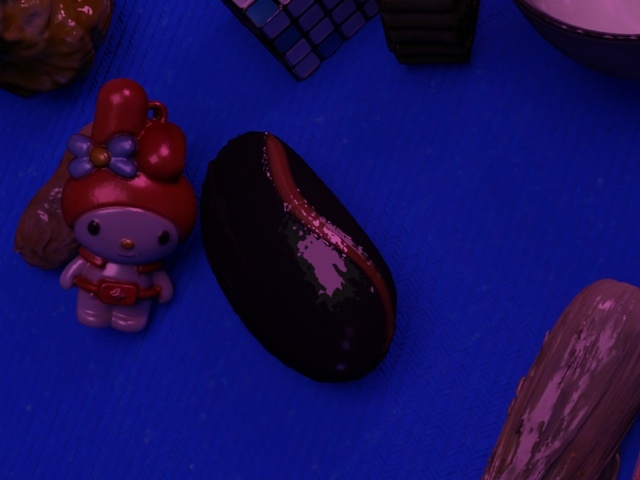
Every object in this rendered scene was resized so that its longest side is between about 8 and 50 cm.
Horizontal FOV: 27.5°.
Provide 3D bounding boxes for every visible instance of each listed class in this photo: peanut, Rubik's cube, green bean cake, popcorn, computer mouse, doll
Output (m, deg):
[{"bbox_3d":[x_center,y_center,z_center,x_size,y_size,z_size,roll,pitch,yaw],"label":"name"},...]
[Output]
[{"bbox_3d":[-0.296,-0.057,1.604,0.099,0.099,0.214,28,77,25],"label":"peanut"},{"bbox_3d":[-0.036,-0.312,1.556,0.154,0.155,0.151,-43,64,2],"label":"Rubik's cube"},{"bbox_3d":[0.125,-0.321,1.479,0.113,0.200,0.214,1,69,10],"label":"green bean cake"},{"bbox_3d":[-0.397,-0.312,1.630,0.276,0.276,0.226,5,80,21],"label":"popcorn"},{"bbox_3d":[-0.040,0.018,1.440,0.323,0.116,0.183,51,128,28],"label":"computer mouse"},{"bbox_3d":[-0.222,-0.040,1.516,0.161,0.130,0.290,9,103,-9],"label":"doll"}]

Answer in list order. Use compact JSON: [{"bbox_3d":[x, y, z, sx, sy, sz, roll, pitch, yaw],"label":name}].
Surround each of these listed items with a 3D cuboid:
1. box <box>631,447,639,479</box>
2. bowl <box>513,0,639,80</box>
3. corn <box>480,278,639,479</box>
[{"bbox_3d":[0.367,0.235,1.293,0.112,0.048,0.175,13,78,22],"label":"box"},{"bbox_3d":[0.362,-0.300,1.359,0.353,0.185,0.354,-9,60,16],"label":"bowl"},{"bbox_3d":[0.249,0.185,1.310,0.122,0.123,0.305,24,83,23],"label":"corn"}]
